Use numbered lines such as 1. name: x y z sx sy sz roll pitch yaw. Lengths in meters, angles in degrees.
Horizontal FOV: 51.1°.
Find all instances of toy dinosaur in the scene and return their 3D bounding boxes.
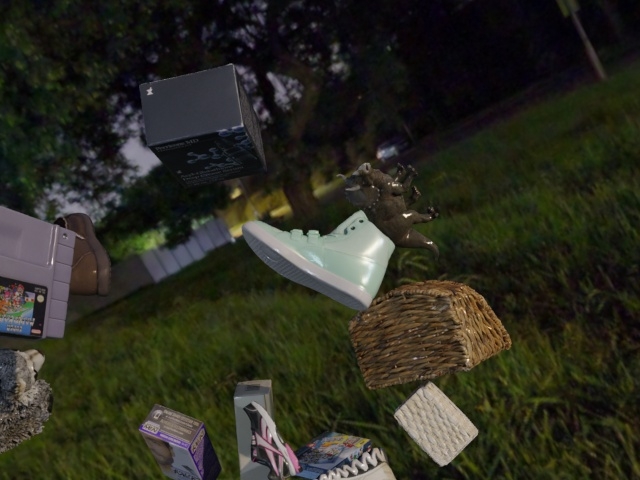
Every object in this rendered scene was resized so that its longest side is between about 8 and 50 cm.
1. toy dinosaur: 0.155 -0.069 1.473 0.160 0.313 0.121 -35 29 -6

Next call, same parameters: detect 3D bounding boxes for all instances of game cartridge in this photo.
1. game cartridge: -0.578 0.053 1.190 0.068 0.230 0.355 -8 -15 19

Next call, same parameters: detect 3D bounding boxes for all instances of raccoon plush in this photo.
1. raccoon plush: -0.849 0.466 1.685 0.299 0.216 0.446 112 -177 -70

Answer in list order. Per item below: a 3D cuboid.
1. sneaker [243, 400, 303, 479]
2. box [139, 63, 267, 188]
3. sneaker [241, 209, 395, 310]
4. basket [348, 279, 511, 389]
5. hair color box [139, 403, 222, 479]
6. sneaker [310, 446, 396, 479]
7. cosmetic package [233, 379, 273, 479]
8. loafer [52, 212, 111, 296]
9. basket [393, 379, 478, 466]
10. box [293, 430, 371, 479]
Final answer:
1. sneaker: -0.114 0.405 1.342 0.077 0.178 0.072 -31 -34 -15
2. box: -0.357 -0.348 2.128 0.294 0.212 0.395 -12 -16 3
3. sneaker: 0.000 0.000 1.151 0.151 0.256 0.094 -58 -10 -22
4. basket: 0.244 0.199 1.550 0.299 0.213 0.223 -23 -7 39
5. hair color box: -0.452 0.689 2.197 0.185 0.338 0.110 15 49 19
6. sneaker: 0.050 0.565 1.483 0.292 0.118 0.110 -16 -28 -29
7. cosmetic package: -0.197 0.605 2.076 0.113 0.309 0.160 -5 6 -1
8. loafer: -0.603 0.024 1.601 0.130 0.133 0.366 -3 20 -31
9. basket: 0.255 0.410 1.501 0.113 0.167 0.103 -47 -18 6
10. box: 0.023 0.622 1.933 0.159 0.044 0.233 0 6 34
